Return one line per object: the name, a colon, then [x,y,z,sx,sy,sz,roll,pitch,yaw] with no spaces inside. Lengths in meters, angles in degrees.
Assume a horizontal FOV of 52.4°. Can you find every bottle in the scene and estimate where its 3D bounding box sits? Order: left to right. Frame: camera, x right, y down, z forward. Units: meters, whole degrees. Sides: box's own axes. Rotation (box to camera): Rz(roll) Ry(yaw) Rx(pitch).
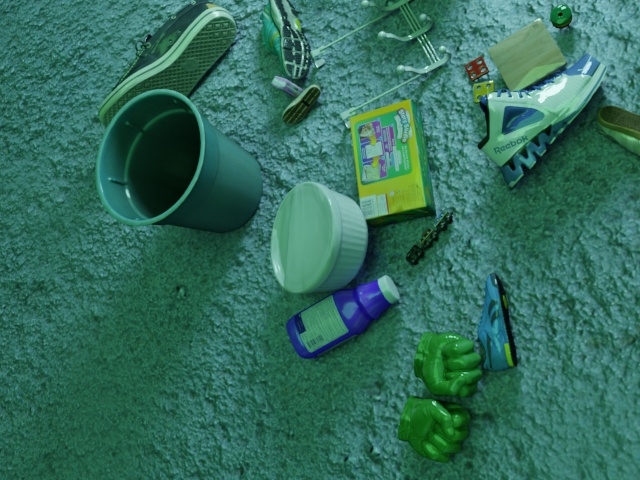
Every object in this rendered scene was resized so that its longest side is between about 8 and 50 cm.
bottle: [0.055,0.178,1.561,0.282,0.092,0.118,-32,70,18]

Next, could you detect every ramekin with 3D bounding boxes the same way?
ramekin: [0.000,0.000,1.561,0.272,0.127,0.273,-17,69,52]

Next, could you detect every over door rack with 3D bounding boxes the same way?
over door rack: [0.135,-0.471,1.644,0.324,0.108,0.240,-31,66,19]

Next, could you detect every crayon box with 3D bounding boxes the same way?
crayon box: [0.174,-0.185,1.579,0.165,0.081,0.279,-12,74,25]

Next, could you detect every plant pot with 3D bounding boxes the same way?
plant pot: [-0.339,-0.173,1.702,0.340,0.334,0.342,-6,77,27]

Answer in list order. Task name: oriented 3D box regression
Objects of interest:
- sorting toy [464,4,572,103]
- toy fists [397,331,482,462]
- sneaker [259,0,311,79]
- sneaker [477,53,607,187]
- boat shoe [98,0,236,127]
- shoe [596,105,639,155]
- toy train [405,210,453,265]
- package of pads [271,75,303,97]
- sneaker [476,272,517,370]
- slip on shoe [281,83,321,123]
sorting toy: [0.467,-0.409,1.492,0.274,0.046,0.132,-29,68,19]
toy fists: [0.263,0.339,1.411,0.142,0.096,0.279,13,90,30]
sneaker: [-0.103,-0.552,1.808,0.110,0.107,0.276,-35,60,39]
sneaker: [0.450,-0.291,1.404,0.182,0.127,0.316,40,100,7]
boat shoe: [-0.466,-0.519,1.934,0.500,0.186,0.156,-42,59,9]
shoe: [0.676,-0.212,1.343,0.219,0.058,0.076,32,64,25]
toy train: [0.256,-0.009,1.533,0.158,0.027,0.036,-51,51,10]
package of pads: [-0.089,-0.416,1.763,0.050,0.083,0.032,31,100,32]
sneaker: [0.369,0.177,1.411,0.082,0.069,0.210,-13,74,29]
slip on shoe: [-0.052,-0.371,1.761,0.135,0.051,0.041,-46,23,21]
